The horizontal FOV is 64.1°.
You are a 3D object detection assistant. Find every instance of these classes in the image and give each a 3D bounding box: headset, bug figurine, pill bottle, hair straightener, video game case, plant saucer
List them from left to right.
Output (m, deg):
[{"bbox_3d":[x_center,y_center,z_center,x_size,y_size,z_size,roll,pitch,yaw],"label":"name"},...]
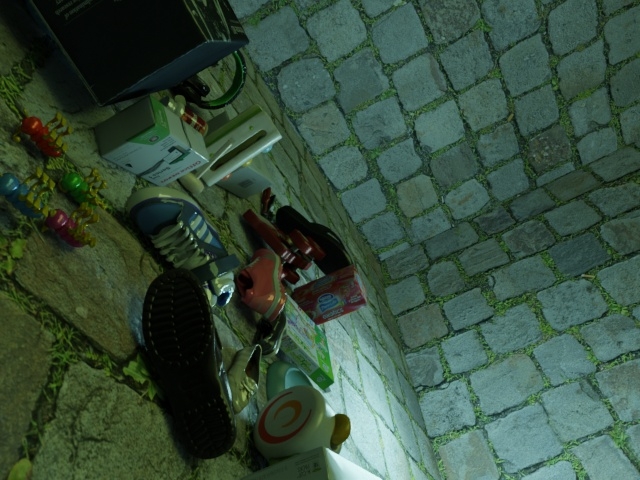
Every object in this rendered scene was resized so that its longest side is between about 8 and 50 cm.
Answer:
[{"bbox_3d":[-0.468,-0.098,0.894,0.279,0.072,0.216,-109,172,-49],"label":"bug figurine"},{"bbox_3d":[-0.422,-0.365,1.549,0.152,0.086,0.086,36,29,-46],"label":"pill bottle"},{"bbox_3d":[-0.409,-0.563,1.702,0.394,0.244,0.185,0,32,-44],"label":"headset"},{"bbox_3d":[-0.200,-0.123,2.065,0.089,0.047,0.230,55,15,-32],"label":"hair straightener"},{"bbox_3d":[-0.055,0.489,1.464,0.318,0.043,0.318,59,13,-22],"label":"plant saucer"},{"bbox_3d":[0.002,0.416,1.868,0.207,0.026,0.227,63,12,-5],"label":"video game case"}]

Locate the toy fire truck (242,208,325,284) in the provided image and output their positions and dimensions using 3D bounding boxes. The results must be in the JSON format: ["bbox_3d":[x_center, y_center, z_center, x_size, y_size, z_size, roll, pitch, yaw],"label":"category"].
[{"bbox_3d":[-0.139,0.009,1.850,0.254,0.169,0.302,49,6,21],"label":"toy fire truck"}]

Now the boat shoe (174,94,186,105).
[{"bbox_3d":[-0.451,-0.407,1.641,0.038,0.046,0.125,123,-43,-60],"label":"boat shoe"}]

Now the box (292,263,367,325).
[{"bbox_3d":[0.032,0.207,1.869,0.123,0.256,0.128,62,13,-20],"label":"box"}]

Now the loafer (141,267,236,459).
[{"bbox_3d":[-0.259,0.238,1.013,0.130,0.133,0.366,120,-43,-77],"label":"loafer"}]

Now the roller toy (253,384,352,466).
[{"bbox_3d":[-0.046,0.456,1.211,0.191,0.209,0.146,21,-33,58],"label":"roller toy"}]

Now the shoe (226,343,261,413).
[{"bbox_3d":[-0.183,0.325,1.232,0.077,0.058,0.219,59,14,-21],"label":"shoe"}]

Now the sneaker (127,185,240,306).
[{"bbox_3d":[-0.298,0.038,1.169,0.236,0.130,0.323,66,7,27],"label":"sneaker"}]

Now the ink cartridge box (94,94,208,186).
[{"bbox_3d":[-0.398,-0.231,1.233,0.219,0.160,0.093,33,34,-65],"label":"ink cartridge box"}]

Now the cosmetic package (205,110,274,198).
[{"bbox_3d":[-0.300,-0.294,1.799,0.225,0.138,0.224,69,14,17],"label":"cosmetic package"}]

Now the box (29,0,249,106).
[{"bbox_3d":[-0.441,-0.611,1.190,0.472,0.297,0.480,62,13,-18],"label":"box"}]

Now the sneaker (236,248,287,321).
[{"bbox_3d":[-0.188,0.103,1.535,0.136,0.116,0.314,28,20,-26],"label":"sneaker"}]

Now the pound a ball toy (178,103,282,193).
[{"bbox_3d":[-0.269,-0.258,1.551,0.136,0.319,0.208,55,0,-31],"label":"pound a ball toy"}]

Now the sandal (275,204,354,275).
[{"bbox_3d":[0.000,-0.003,2.024,0.445,0.107,0.168,42,-41,26],"label":"sandal"}]

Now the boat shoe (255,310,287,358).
[{"bbox_3d":[-0.147,0.250,1.490,0.065,0.075,0.206,61,17,-26],"label":"boat shoe"}]

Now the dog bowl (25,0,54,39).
[{"bbox_3d":[-0.586,-0.523,1.255,0.166,0.074,0.297,68,14,17],"label":"dog bowl"}]

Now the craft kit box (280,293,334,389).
[{"bbox_3d":[-0.059,0.316,1.646,0.250,0.060,0.247,50,14,-24],"label":"craft kit box"}]

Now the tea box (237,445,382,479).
[{"bbox_3d":[0.017,0.648,1.036,0.329,0.219,0.324,50,18,-45],"label":"tea box"}]
